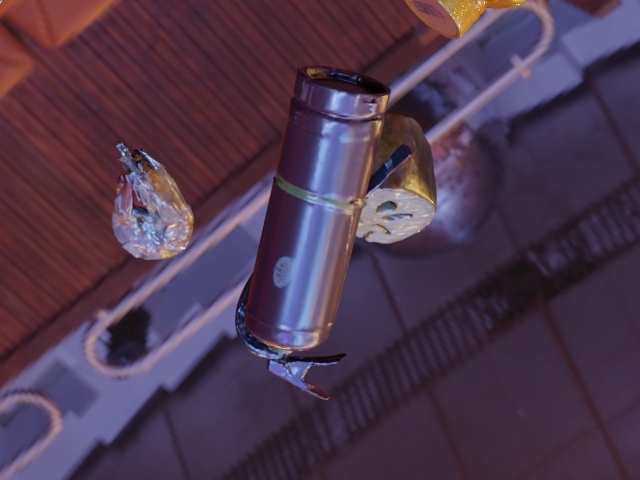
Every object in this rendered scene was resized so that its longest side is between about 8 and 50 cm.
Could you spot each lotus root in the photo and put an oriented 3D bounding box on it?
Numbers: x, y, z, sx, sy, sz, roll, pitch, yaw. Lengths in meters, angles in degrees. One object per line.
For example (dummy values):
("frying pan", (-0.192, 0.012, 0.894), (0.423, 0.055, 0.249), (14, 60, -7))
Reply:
("lotus root", (0.081, -0.086, 1.998), (0.138, 0.235, 0.119), (-18, -115, 18))

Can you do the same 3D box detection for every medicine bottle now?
("medicine bottle", (0.206, -0.362, 1.828), (0.222, 0.112, 0.149), (-48, -141, -8))

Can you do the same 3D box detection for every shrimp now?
("shrimp", (-0.216, -0.046, 1.829), (0.101, 0.190, 0.042), (-17, -140, -1))

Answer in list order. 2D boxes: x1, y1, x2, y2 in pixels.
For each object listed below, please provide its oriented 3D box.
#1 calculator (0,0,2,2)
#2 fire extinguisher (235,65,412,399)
("calculator", (-0.553, -0.422, 2.282), (0.177, 0.040, 0.268), (-42, -123, 9))
("fire extinguisher", (0.000, 0.000, 1.514), (0.105, 0.141, 0.341), (-71, 174, -71))
